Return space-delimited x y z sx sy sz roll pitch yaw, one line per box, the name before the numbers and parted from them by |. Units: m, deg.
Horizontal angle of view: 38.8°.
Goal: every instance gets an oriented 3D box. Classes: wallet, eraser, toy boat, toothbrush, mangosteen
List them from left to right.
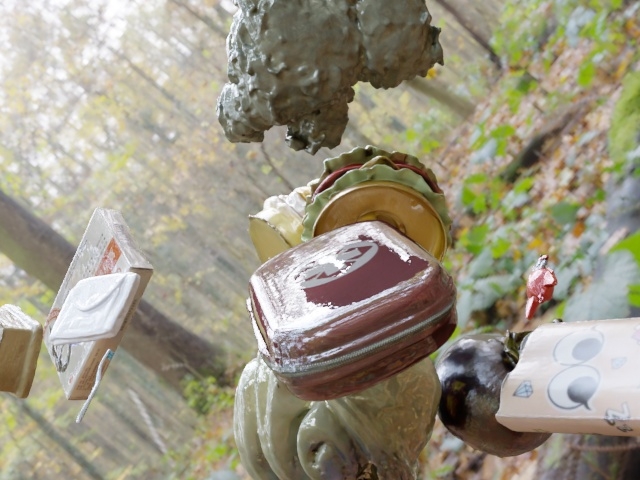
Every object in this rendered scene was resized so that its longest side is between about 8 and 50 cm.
toy boat | -0.471 0.150 1.312 0.188 0.061 0.116 14 90 51
wallet | -0.370 0.109 1.479 0.183 0.032 0.124 -10 51 40
toothbrush | -0.409 0.262 1.646 0.014 0.017 0.162 -43 20 43
mangosteen | 0.326 0.234 1.569 0.289 0.231 0.231 -60 -5 22
eraser | 0.374 0.169 1.114 0.290 0.087 0.171 -9 37 46

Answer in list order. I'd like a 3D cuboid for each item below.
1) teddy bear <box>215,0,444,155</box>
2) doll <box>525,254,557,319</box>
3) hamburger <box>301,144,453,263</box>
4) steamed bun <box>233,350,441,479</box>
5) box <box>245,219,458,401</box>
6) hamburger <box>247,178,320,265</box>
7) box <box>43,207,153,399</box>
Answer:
teddy bear | 0.016 -0.320 1.501 0.224 0.368 0.357 -134 42 -65
doll | 0.471 0.087 1.954 0.169 0.057 0.109 -79 16 -60
hamburger | 0.101 -0.042 1.685 0.274 0.274 0.212 -52 17 22
steamed bun | 0.030 0.316 1.514 0.247 0.352 0.339 -90 -7 -53
box | 0.032 0.078 1.225 0.263 0.108 0.404 -25 16 -5
hamburger | 0.000 0.000 1.947 0.237 0.276 0.276 -33 -7 -19
box | -0.477 0.136 1.917 0.069 0.214 0.353 7 -59 -39
